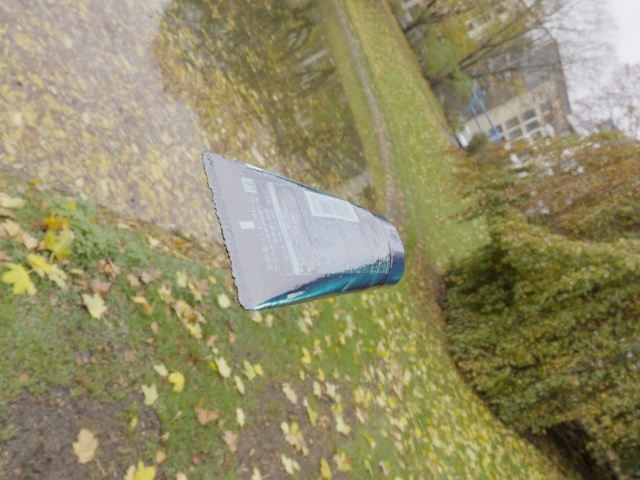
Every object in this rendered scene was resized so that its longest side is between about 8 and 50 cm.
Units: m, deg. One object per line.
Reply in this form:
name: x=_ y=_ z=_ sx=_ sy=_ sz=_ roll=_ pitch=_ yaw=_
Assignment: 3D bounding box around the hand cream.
hand cream: x=0.000 y=0.000 z=0.509 sx=0.270 sy=0.061 sz=0.120 roll=10 pitch=62 yaw=-61
